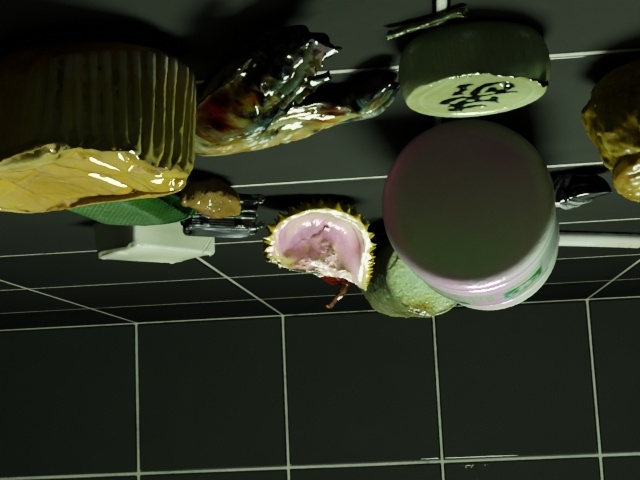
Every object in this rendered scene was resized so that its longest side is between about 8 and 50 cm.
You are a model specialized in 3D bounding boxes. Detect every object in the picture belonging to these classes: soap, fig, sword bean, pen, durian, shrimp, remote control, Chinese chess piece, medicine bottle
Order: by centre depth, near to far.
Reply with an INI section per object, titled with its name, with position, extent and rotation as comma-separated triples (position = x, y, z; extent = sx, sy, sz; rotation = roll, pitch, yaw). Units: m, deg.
[sword bean]
position = 0.094, -0.193, 0.954
extent = 0.083, 0.012, 0.012
rotation = -11, 168, 36
[Chinese chess piece]
position = 0.146, -0.160, 1.022
extent = 0.144, 0.058, 0.144
rotation = -3, 170, 0
[shrimp]
position = -0.017, -0.146, 1.075
extent = 0.233, 0.071, 0.365
rotation = -9, 173, -20
[medicine bottle]
position = 0.207, -0.022, 1.413
extent = 0.212, 0.212, 0.325
rotation = -5, 171, 12
[remote control]
position = 0.321, -0.066, 1.660
extent = 0.266, 0.066, 0.090
rotation = -16, 178, 39
[durian]
position = 0.002, 0.000, 1.737
extent = 0.182, 0.132, 0.165
rotation = 9, 159, 1
[soap]
position = -0.286, 0.000, 1.851
extent = 0.121, 0.064, 0.183
rotation = -12, 167, 40
[fig]
position = 0.033, 0.029, 1.942
extent = 0.128, 0.150, 0.128
rotation = 7, 134, 7
[pen]
position = 0.533, -0.001, 2.152
extent = 0.269, 0.033, 0.033
rotation = 2, 170, -22

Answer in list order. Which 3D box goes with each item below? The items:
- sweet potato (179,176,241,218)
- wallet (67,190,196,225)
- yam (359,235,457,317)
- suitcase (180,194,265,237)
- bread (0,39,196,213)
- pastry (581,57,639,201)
[sweet potato]
position = -0.154, -0.060, 1.527
extent = 0.068, 0.060, 0.206
rotation = 9, -177, 20
[wallet]
position = -0.289, -0.064, 1.499
extent = 0.160, 0.055, 0.236
rotation = -8, 166, 16
[yam]
position = 0.162, 0.064, 1.987
extent = 0.161, 0.161, 0.268
rotation = 0, 177, -13
[suitcase]
position = -0.155, -0.038, 1.681
extent = 0.126, 0.059, 0.086
rotation = 2, 169, -14
[bread]
position = -0.235, -0.107, 1.007
extent = 0.250, 0.133, 0.179
rotation = -10, 167, 33
[pastry]
position = 0.395, -0.132, 1.106
extent = 0.240, 0.132, 0.235
rotation = -8, 162, -5
